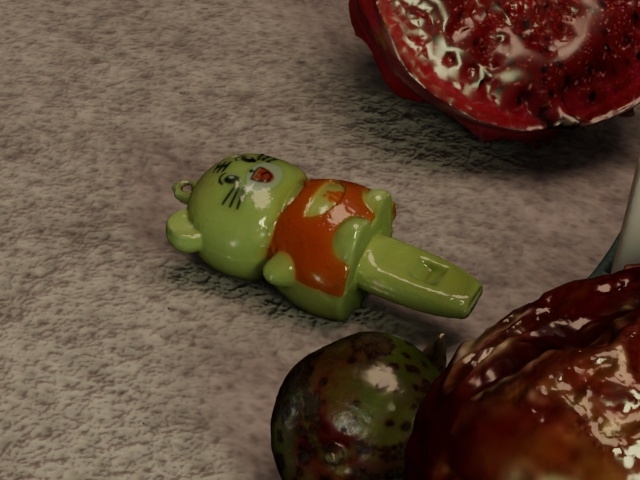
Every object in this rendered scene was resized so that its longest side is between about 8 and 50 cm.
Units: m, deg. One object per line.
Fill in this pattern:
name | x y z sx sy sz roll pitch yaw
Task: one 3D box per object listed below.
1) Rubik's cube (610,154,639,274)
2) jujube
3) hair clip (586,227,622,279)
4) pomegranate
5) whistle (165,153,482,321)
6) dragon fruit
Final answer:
Rubik's cube | 0.436 -0.023 1.499 0.322 0.319 0.316 21 36 20
jujube | 0.241 0.140 1.252 0.276 0.276 0.377 32 45 32
hair clip | 0.299 -0.009 1.690 0.048 0.083 0.275 25 43 14
pomegranate | 0.047 0.131 1.332 0.148 0.148 0.169 31 42 31
whistle | 0.000 0.000 1.555 0.288 0.106 0.131 20 41 17
dragon fruit | 0.188 -0.275 1.855 0.386 0.371 0.249 -2 -1 -17
